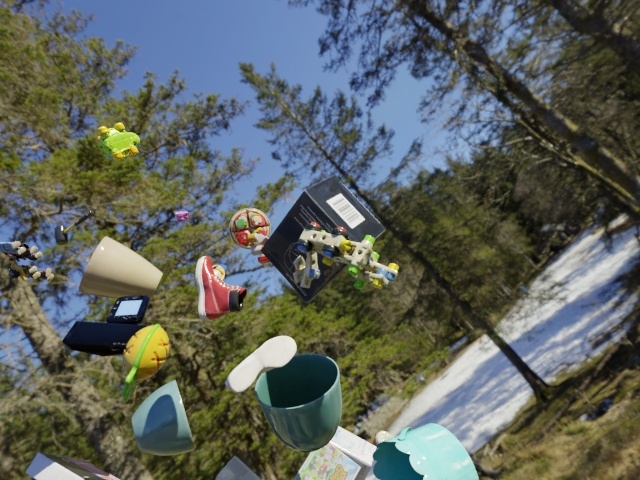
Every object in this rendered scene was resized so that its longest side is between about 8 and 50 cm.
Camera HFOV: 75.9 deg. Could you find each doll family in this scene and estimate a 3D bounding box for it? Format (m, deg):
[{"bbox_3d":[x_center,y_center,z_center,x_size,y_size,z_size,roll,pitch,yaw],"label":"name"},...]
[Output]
[{"bbox_3d":[-0.849,0.054,1.153,0.076,0.111,0.193,-58,-30,-53],"label":"doll family"}]

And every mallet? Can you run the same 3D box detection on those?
[{"bbox_3d":[-0.822,-0.042,1.372,0.190,0.062,0.039,-21,-21,24],"label":"mallet"}]

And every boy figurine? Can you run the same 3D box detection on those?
[{"bbox_3d":[-0.442,0.202,1.769,0.092,0.177,0.285,-54,25,10],"label":"boy figurine"}]

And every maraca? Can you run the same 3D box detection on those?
[{"bbox_3d":[-0.430,0.290,0.992,0.127,0.099,0.185,111,175,-52],"label":"maraca"}]

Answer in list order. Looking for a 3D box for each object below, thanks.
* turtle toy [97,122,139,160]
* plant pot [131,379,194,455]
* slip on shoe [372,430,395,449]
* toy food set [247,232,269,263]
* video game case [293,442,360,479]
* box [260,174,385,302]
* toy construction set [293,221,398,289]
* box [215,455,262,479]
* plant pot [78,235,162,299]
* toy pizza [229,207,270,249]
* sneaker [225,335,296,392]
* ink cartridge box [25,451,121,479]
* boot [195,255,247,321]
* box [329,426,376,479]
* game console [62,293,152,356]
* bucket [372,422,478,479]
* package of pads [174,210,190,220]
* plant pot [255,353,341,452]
[{"bbox_3d":[-0.555,-0.270,1.135,0.066,0.095,0.130,-16,15,39],"label":"turtle toy"},{"bbox_3d":[-0.650,0.747,1.674,0.195,0.290,0.290,-16,-25,-24],"label":"plant pot"},{"bbox_3d":[0.369,0.976,1.809,0.101,0.331,0.123,-58,-5,26],"label":"slip on shoe"},{"bbox_3d":[-0.226,0.033,1.791,0.105,0.111,0.232,-10,-22,9],"label":"toy food set"},{"bbox_3d":[0.021,0.912,1.586,0.212,0.193,0.023,-50,-14,-29],"label":"video game case"},{"bbox_3d":[0.000,0.000,1.596,0.212,0.293,0.395,-35,-10,-48],"label":"box"},{"bbox_3d":[0.047,0.054,1.214,0.215,0.328,0.151,47,-130,-43],"label":"toy construction set"},{"bbox_3d":[-0.277,0.990,1.605,0.113,0.275,0.094,-33,-29,-49],"label":"box"},{"bbox_3d":[-0.840,0.150,1.772,0.256,0.274,0.256,-54,22,34],"label":"plant pot"},{"bbox_3d":[-0.339,-0.057,1.985,0.201,0.201,0.032,-36,9,-13],"label":"toy pizza"},{"bbox_3d":[-0.166,0.327,1.110,0.212,0.080,0.094,-27,-3,-30],"label":"sneaker"},{"bbox_3d":[-0.599,0.670,1.099,0.069,0.371,0.175,-66,-33,-26],"label":"ink cartridge box"},{"bbox_3d":[-0.353,0.155,1.484,0.176,0.244,0.088,-18,-25,10],"label":"boot"},{"bbox_3d":[0.080,0.957,1.746,0.127,0.231,0.261,-34,-35,-69],"label":"box"},{"bbox_3d":[-0.604,0.241,1.231,0.361,0.213,0.043,-135,54,-69],"label":"game console"},{"bbox_3d":[0.296,0.675,1.171,0.183,0.281,0.281,-11,-28,-27],"label":"bucket"},{"bbox_3d":[-0.532,-0.094,1.579,0.050,0.032,0.083,-9,11,-21],"label":"package of pads"},{"bbox_3d":[-0.056,0.578,1.431,0.293,0.235,0.293,-11,17,4],"label":"plant pot"}]
